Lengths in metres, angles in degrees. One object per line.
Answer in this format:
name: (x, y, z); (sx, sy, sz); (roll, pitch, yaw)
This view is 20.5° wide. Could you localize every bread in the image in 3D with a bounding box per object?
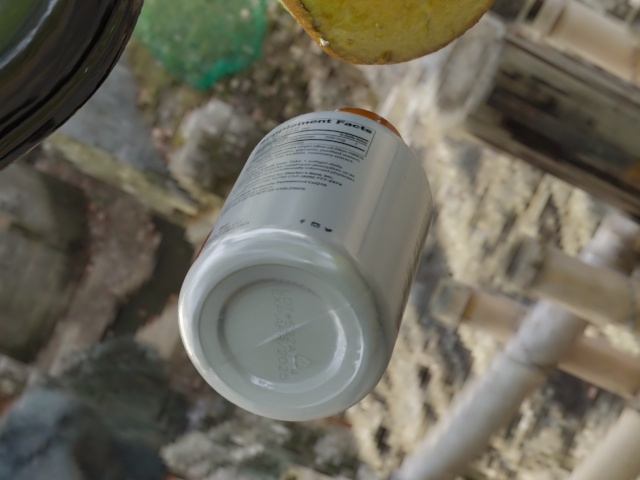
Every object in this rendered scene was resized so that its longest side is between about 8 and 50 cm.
bread: (0.052, -0.277, 1.541); (0.268, 0.268, 0.146); (-53, 30, 25)

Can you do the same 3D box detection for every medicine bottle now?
medicine bottle: (0.000, 0.000, 1.353); (0.157, 0.157, 0.289); (-51, 8, 29)

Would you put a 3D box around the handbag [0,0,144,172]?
handbag: (-0.237, -0.135, 0.893); (0.308, 0.254, 0.093); (-36, -7, 1)
